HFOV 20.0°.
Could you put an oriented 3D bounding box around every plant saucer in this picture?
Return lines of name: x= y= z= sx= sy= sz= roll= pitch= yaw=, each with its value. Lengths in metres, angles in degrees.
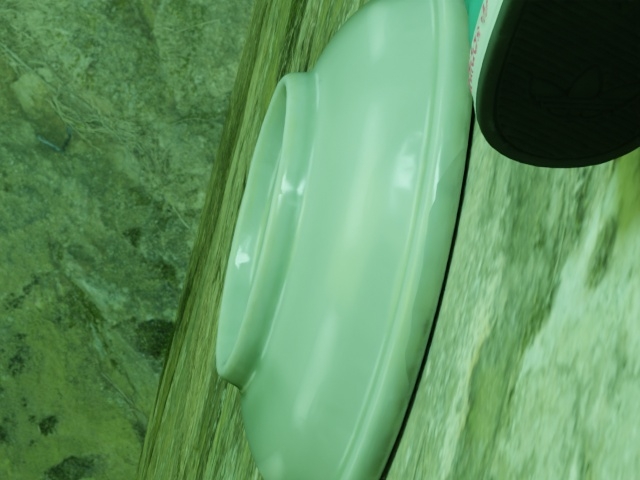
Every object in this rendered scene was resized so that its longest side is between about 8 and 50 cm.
plant saucer: x=0.000 y=0.000 z=1.231 sx=0.400 sy=0.100 sz=0.401 roll=-167 pitch=90 yaw=-83

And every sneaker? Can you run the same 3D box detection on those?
sneaker: x=0.117 y=-0.185 z=0.667 sx=0.295 sy=0.123 sz=0.178 roll=111 pitch=159 yaw=-50
